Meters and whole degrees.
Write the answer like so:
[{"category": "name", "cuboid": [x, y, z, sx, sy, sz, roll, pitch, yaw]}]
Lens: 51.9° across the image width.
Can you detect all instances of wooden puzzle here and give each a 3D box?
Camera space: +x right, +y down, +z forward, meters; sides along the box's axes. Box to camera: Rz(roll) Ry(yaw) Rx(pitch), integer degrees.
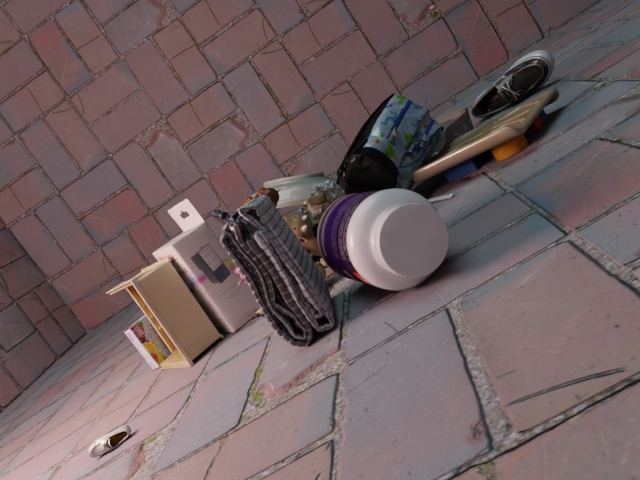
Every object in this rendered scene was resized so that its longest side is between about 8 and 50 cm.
[{"category": "wooden puzzle", "cuboid": [0.445, -0.257, 1.728, 0.322, 0.080, 0.348, -24, 9, 44]}]

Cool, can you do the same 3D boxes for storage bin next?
[{"category": "storage bin", "cuboid": [-0.422, 0.200, 1.757, 0.123, 0.262, 0.260, -39, 11, -33]}]

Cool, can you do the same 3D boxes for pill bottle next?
[{"category": "pill bottle", "cuboid": [0.114, -0.004, 1.230, 0.181, 0.181, 0.323, -36, 10, -10]}]

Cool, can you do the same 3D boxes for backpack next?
[{"category": "backpack", "cuboid": [0.192, -0.243, 1.847, 0.290, 0.273, 0.355, 106, 178, -54]}]

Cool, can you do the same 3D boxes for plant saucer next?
[{"category": "plant saucer", "cuboid": [-0.087, -0.173, 2.297, 0.401, 0.100, 0.400, -10, 5, 1]}]

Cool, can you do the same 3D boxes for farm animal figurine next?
[{"category": "farm animal figurine", "cuboid": [-0.039, 0.013, 1.577, 0.327, 0.330, 0.172, -6, -11, -34]}]

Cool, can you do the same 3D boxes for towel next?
[{"category": "towel", "cuboid": [-0.091, 0.056, 1.310, 0.121, 0.283, 0.235, -34, 8, 5]}]

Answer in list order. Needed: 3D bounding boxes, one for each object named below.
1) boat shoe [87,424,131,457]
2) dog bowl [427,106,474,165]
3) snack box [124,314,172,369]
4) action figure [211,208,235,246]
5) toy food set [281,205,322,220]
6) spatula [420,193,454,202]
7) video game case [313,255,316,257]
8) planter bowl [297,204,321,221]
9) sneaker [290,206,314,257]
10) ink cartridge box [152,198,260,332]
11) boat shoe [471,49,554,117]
[{"category": "boat shoe", "cuboid": [-0.450, 0.431, 1.399, 0.100, 0.035, 0.035, -29, 6, -9]}, {"category": "dog bowl", "cuboid": [0.348, -0.295, 2.140, 0.349, 0.102, 0.349, -33, 9, 6]}, {"category": "snack box", "cuboid": [-0.483, 0.286, 1.895, 0.037, 0.141, 0.100, -28, 11, 37]}, {"category": "action figure", "cuboid": [-0.239, 0.014, 2.231, 0.330, 0.341, 0.178, -40, -35, -72]}, {"category": "toy food set", "cuboid": [-0.061, -0.033, 2.052, 0.220, 0.092, 0.306, -16, 16, 32]}, {"category": "spatula", "cuboid": [0.228, -0.071, 1.673, 0.168, 0.019, 0.242, -37, 10, -22]}, {"category": "video game case", "cuboid": [0.000, 0.000, 2.004, 0.232, 0.041, 0.210, -34, 9, -4]}, {"category": "planter bowl", "cuboid": [-0.053, -0.078, 2.429, 0.217, 0.090, 0.217, -32, 10, 6]}, {"category": "sneaker", "cuboid": [-0.153, 0.043, 1.828, 0.315, 0.127, 0.182, -42, -24, 27]}, {"category": "ink cartridge box", "cuboid": [-0.325, 0.076, 1.768, 0.119, 0.353, 0.207, -39, 10, -27]}, {"category": "boat shoe", "cuboid": [0.648, -0.508, 2.228, 0.119, 0.121, 0.335, -50, 7, -35]}]
